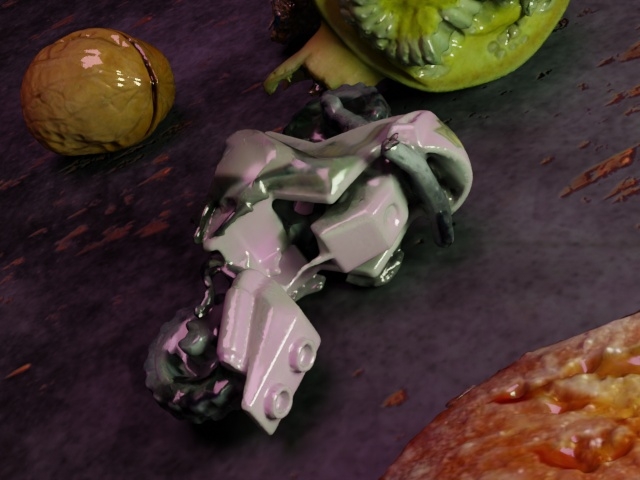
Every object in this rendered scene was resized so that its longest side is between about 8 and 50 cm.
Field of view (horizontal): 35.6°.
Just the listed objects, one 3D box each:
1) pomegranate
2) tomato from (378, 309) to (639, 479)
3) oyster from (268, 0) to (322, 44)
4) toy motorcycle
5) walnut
[{"bbox_3d":[0.083,-0.246,0.939,0.340,0.260,0.260,-41,32,20],"label":"pomegranate"},{"bbox_3d":[0.180,0.154,0.442,0.338,0.144,0.338,-27,15,8],"label":"tomato"},{"bbox_3d":[0.021,-0.321,1.093,0.259,0.198,0.092,-34,66,31],"label":"oyster"},{"bbox_3d":[0.000,0.000,0.761,0.188,0.143,0.327,6,54,35],"label":"toy motorcycle"},{"bbox_3d":[-0.244,-0.166,1.108,0.180,0.144,0.144,-9,39,34],"label":"walnut"}]
